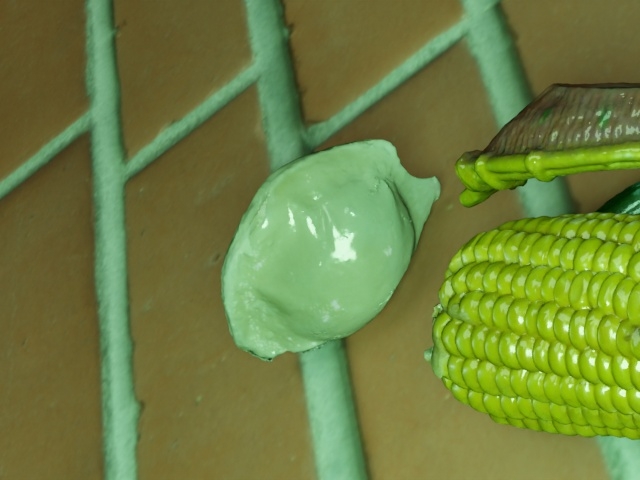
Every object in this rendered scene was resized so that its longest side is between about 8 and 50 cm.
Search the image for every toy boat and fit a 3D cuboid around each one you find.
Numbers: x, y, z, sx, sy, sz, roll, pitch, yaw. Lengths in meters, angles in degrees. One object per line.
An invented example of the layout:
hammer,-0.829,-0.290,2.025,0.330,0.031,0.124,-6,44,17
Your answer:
toy boat,0.219,-0.056,1.137,0.318,0.141,0.099,6,100,37

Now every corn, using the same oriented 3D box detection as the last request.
corn,0.217,0.049,1.042,0.387,0.144,0.144,-4,55,50

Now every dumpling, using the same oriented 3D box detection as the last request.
dumpling,0.000,0.000,1.352,0.199,0.136,0.118,-41,26,-6

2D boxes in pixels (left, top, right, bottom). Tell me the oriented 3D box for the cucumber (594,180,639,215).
cucumber,0.186,0.003,1.211,0.168,0.039,0.039,-37,35,8
